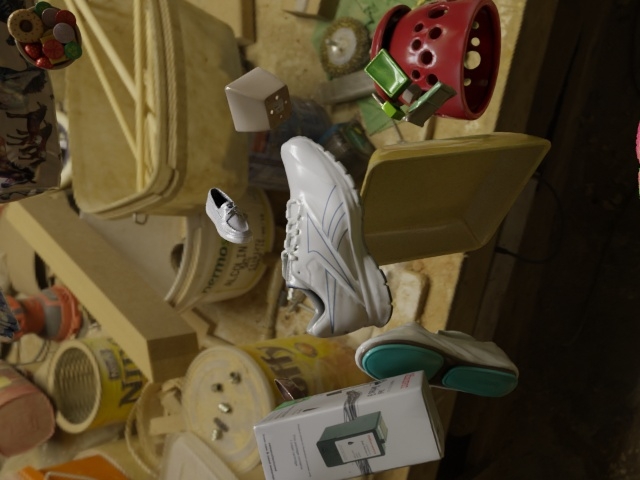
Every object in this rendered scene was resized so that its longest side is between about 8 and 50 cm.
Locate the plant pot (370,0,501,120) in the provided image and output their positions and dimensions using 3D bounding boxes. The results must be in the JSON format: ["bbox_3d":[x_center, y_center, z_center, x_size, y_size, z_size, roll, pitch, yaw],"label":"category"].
[{"bbox_3d":[0.188,-0.299,0.979,0.174,0.191,0.191,10,96,31],"label":"plant pot"}]

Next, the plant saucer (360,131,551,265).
[{"bbox_3d":[0.204,-0.081,1.100,0.332,0.333,0.080,103,154,-54],"label":"plant saucer"}]

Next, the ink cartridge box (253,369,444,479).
[{"bbox_3d":[0.059,0.326,1.030,0.289,0.211,0.121,-16,83,9],"label":"ink cartridge box"}]

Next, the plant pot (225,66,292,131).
[{"bbox_3d":[-0.123,-0.294,1.266,0.096,0.109,0.109,23,140,33],"label":"plant pot"}]

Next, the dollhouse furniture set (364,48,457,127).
[{"bbox_3d":[0.120,-0.210,0.814,0.076,0.152,0.058,-45,68,25],"label":"dollhouse furniture set"}]

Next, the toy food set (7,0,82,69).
[{"bbox_3d":[-0.353,-0.265,0.765,0.020,0.083,0.083,41,153,66],"label":"toy food set"}]

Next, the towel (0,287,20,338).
[{"bbox_3d":[-0.558,0.017,0.833,0.034,0.285,0.209,-41,54,-8],"label":"towel"}]

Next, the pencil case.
[{"bbox_3d":[-0.559,-0.258,1.023,0.160,0.183,0.409,-4,93,22],"label":"pencil case"}]

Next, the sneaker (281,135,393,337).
[{"bbox_3d":[0.000,0.000,0.822,0.296,0.129,0.111,70,164,-2],"label":"sneaker"}]

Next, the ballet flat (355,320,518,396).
[{"bbox_3d":[0.236,0.239,1.240,0.139,0.401,0.139,-44,38,49],"label":"ballet flat"}]

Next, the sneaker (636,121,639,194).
[{"bbox_3d":[0.556,-0.209,0.737,0.202,0.185,0.482,20,127,11],"label":"sneaker"}]

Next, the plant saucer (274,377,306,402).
[{"bbox_3d":[-0.042,0.365,1.285,0.168,0.029,0.168,49,160,24],"label":"plant saucer"}]

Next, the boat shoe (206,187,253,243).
[{"bbox_3d":[-0.205,-0.060,1.325,0.184,0.066,0.063,51,145,46],"label":"boat shoe"}]
